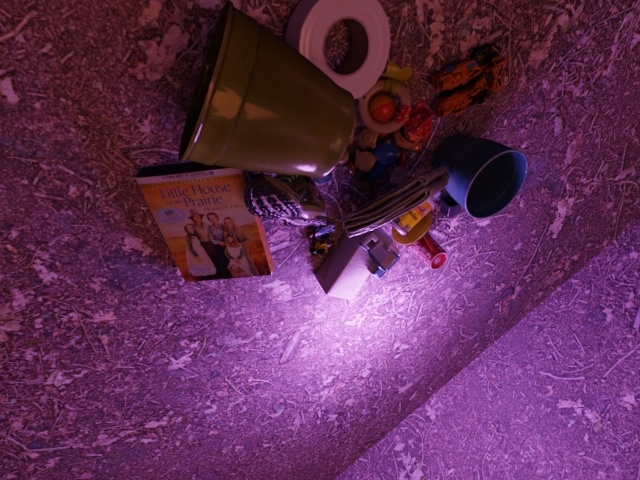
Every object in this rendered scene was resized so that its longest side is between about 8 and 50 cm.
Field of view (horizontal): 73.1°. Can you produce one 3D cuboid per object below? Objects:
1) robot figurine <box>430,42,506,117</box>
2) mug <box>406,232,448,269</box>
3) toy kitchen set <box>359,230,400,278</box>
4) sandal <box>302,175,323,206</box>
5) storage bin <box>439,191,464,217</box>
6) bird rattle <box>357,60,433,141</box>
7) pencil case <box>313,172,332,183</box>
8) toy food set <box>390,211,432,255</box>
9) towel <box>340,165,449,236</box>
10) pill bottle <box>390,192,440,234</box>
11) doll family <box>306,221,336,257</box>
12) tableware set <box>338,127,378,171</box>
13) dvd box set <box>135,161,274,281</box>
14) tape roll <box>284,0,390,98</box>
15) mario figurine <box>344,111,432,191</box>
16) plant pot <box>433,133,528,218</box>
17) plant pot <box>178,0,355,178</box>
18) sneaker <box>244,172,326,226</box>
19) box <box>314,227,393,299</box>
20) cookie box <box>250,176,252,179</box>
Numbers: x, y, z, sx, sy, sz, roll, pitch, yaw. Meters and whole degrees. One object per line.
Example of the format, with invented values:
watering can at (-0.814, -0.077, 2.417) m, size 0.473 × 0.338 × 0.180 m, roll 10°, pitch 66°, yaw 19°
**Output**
robot figurine at (0.515, -0.537, 1.472) m, size 0.291 × 0.085 × 0.211 m, roll -26°, pitch 134°, yaw -9°
mug at (0.440, 0.032, 1.812) m, size 0.113 × 0.169 × 0.150 m, roll -48°, pitch 133°, yaw 12°
toy kitchen set at (0.224, 0.088, 1.567) m, size 0.122 × 0.166 × 0.207 m, roll -45°, pitch 133°, yaw 8°
sandal at (-0.037, -0.166, 1.482) m, size 0.067 × 0.040 × 0.179 m, roll -32°, pitch 133°, yaw -6°
storage bin at (0.569, -0.151, 1.802) m, size 0.135 × 0.098 × 0.091 m, roll -22°, pitch 143°, yaw -12°
bird rattle at (0.225, -0.419, 1.344) m, size 0.207 × 0.143 × 0.254 m, roll -21°, pitch 105°, yaw 21°
pencil case at (-0.010, -0.261, 1.407) m, size 0.070 × 0.064 × 0.152 m, roll -58°, pitch 144°, yaw -34°
toy food set at (0.364, -0.040, 1.756) m, size 0.218 × 0.128 × 0.071 m, roll -44°, pitch 148°, yaw 9°
towel at (0.261, -0.131, 1.451) m, size 0.320 × 0.090 × 0.374 m, roll -27°, pitch -178°, yaw 27°
pill bottle at (0.358, -0.132, 1.675) m, size 0.215 × 0.117 × 0.117 m, roll -46°, pitch 133°, yaw 9°
doll family at (0.000, 0.000, 1.614) m, size 0.111 × 0.076 × 0.193 m, roll -15°, pitch 125°, yaw -13°
tableware set at (0.111, -0.307, 1.410) m, size 0.168 × 0.020 × 0.141 m, roll 15°, pitch 110°, yaw 4°
dvd box set at (-0.332, -0.047, 1.317) m, size 0.307 × 0.062 × 0.420 m, roll -5°, pitch 131°, yaw 5°
tape roll at (0.050, -0.534, 1.185) m, size 0.286 × 0.100 × 0.286 m, roll -15°, pitch 124°, yaw -24°
mario figurine at (0.236, -0.314, 1.435) m, size 0.320 × 0.170 × 0.198 m, roll -42°, pitch 131°, yaw 8°
plant pot at (0.565, -0.262, 1.594) m, size 0.271 × 0.255 × 0.272 m, roll -16°, pitch 132°, yaw -19°
plant pot at (-0.118, -0.313, 1.055) m, size 0.353 × 0.366 × 0.366 m, roll 16°, pitch 116°, yaw -25°
sneaker at (-0.104, -0.154, 1.286) m, size 0.158 × 0.182 × 0.410 m, roll -6°, pitch 169°, yaw 17°
box at (0.129, 0.072, 1.703) m, size 0.148 × 0.121 × 0.311 m, roll 19°, pitch 113°, yaw -37°
cookie box at (-0.211, -0.159, 1.345) m, size 0.092 × 0.107 × 0.040 m, roll 24°, pitch 109°, yaw -40°
